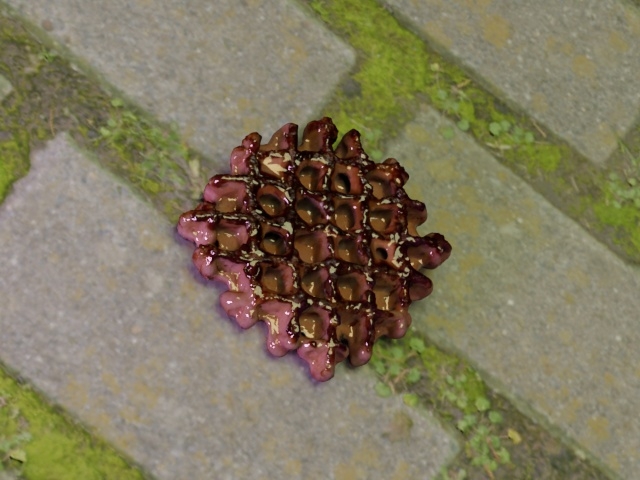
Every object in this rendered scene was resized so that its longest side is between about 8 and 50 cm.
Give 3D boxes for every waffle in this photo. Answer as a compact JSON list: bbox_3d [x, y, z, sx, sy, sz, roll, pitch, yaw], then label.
[{"bbox_3d":[0.000,0.000,1.713,0.221,0.055,0.234,45,58,0],"label":"waffle"}]
